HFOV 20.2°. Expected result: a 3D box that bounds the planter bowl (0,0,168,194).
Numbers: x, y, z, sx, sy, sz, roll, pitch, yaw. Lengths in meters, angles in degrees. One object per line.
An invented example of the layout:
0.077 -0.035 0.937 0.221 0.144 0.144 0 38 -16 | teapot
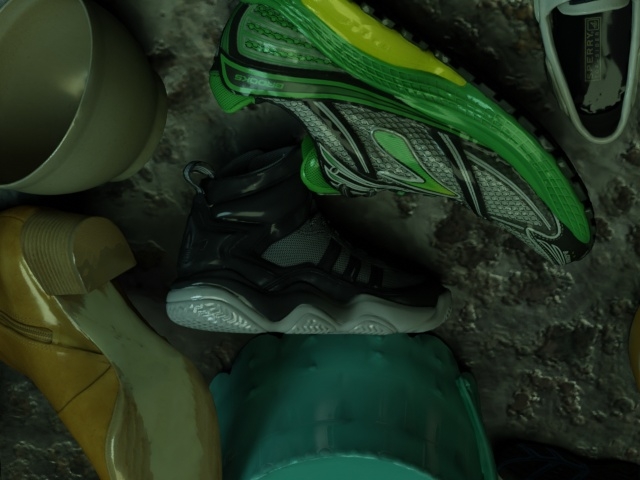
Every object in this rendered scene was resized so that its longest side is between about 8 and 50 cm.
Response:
-0.188 -0.105 1.377 0.109 0.162 0.162 20 123 -45 | planter bowl

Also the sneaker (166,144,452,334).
0.000 0.000 1.458 0.268 0.101 0.153 3 87 -35 | sneaker

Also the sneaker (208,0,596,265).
0.067 -0.081 1.392 0.343 0.134 0.146 33 101 -11 | sneaker

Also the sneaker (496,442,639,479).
0.252 0.251 1.642 0.211 0.080 0.081 19 126 -1 | sneaker

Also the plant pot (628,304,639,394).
0.376 0.132 1.502 0.205 0.188 0.205 -1 121 -1 | plant pot

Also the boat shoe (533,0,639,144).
0.201 -0.199 1.356 0.096 0.088 0.267 -4 121 1 | boat shoe

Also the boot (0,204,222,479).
-0.194 0.108 1.457 0.104 0.211 0.295 -25 102 -34 | boot

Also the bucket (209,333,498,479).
0.019 0.224 1.550 0.281 0.183 0.281 0 122 0 | bucket
